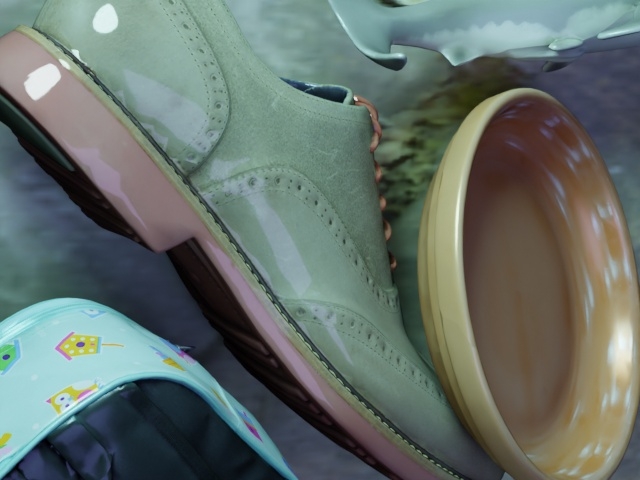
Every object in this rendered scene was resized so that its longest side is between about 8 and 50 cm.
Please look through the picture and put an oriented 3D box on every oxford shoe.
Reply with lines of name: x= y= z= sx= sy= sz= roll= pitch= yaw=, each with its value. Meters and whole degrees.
oxford shoe: x=0.000 y=0.000 z=0.924 sx=0.130 sy=0.123 sz=0.348 roll=-48 pitch=122 yaw=-10

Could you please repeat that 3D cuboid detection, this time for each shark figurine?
shark figurine: x=0.121 y=-0.140 z=0.960 sx=0.278 sy=0.166 sz=0.116 roll=-7 pitch=86 yaw=-4

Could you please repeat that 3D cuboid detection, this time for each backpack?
backpack: x=-0.108 y=0.114 z=0.892 sx=0.166 sy=0.144 sz=0.188 roll=-42 pitch=142 yaw=-4

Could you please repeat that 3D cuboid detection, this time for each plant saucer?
plant saucer: x=0.101 y=0.026 z=0.971 sx=0.200 sy=0.037 sz=0.200 roll=21 pitch=65 yaw=-55
